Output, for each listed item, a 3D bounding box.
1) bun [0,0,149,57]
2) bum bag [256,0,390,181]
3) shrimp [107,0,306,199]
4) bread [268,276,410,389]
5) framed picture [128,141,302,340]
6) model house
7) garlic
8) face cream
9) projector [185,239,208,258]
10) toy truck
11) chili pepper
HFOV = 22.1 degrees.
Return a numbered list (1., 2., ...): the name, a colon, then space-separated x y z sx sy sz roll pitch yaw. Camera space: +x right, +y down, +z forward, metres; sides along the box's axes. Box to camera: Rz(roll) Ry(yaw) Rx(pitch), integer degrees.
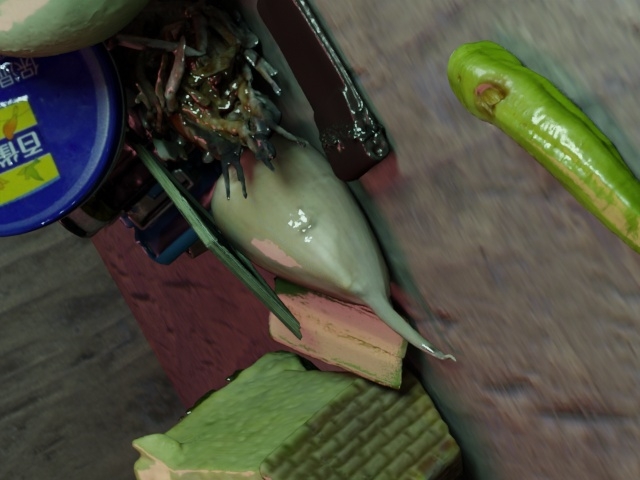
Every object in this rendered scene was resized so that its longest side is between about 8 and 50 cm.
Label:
1. bun: -0.192 -0.274 1.220 0.283 0.179 0.283 3 95 36
2. bum bag: -0.004 -0.119 1.202 0.159 0.026 0.109 60 168 3
3. shrimp: -0.100 -0.134 1.328 0.343 0.116 0.145 54 168 53
4. bread: 0.035 0.066 1.421 0.139 0.084 0.074 19 115 29
5. framed picture: -0.088 -0.004 1.386 0.142 0.011 0.183 48 -179 -41
6. model house: 0.036 0.258 1.467 0.266 0.261 0.321 -6 114 47
7. garlic: -0.001 0.002 1.320 0.266 0.148 0.128 53 129 47
8. face cream: -0.262 -0.107 1.349 0.206 0.206 0.111 61 -176 -3
9. projector: -0.124 -0.041 1.702 0.083 0.082 0.083 36 153 60
10. toy truck: -0.229 -0.142 1.500 0.367 0.146 0.175 46 -160 -12
11. chili pepper: 0.124 -0.047 0.835 0.208 0.043 0.049 50 151 36
